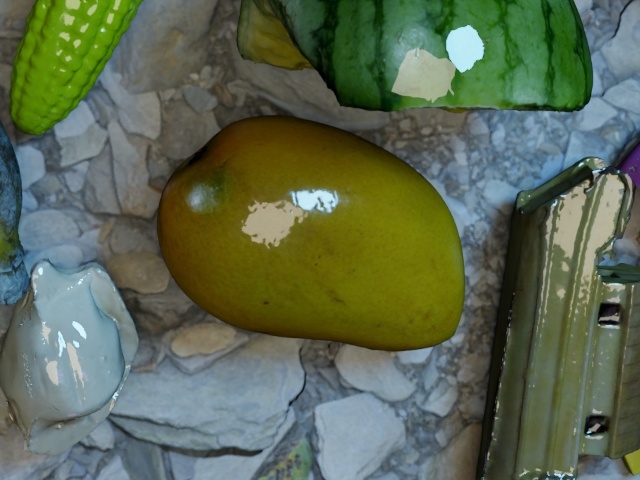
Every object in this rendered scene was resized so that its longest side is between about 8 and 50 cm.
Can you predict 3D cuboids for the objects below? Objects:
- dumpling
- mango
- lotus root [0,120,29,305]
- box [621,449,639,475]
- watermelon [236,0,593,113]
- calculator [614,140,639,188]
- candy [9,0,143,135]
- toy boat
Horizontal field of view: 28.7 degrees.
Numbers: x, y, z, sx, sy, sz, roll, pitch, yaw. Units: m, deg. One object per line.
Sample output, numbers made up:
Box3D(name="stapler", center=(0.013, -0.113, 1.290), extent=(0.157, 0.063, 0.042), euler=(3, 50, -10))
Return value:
Box3D(name="dumpling", center=(-0.239, 0.109, 1.209), extent=(0.136, 0.118, 0.199), euler=(-8, 112, -28))
Box3D(name="mango", center=(0.000, 0.000, 1.192), extent=(0.317, 0.173, 0.211), euler=(21, 96, -16))
Box3D(name="lotus root", center=(-0.357, -0.087, 1.123), extent=(0.140, 0.158, 0.322), euler=(-39, 90, 30))
Box3D(name="box", center=(0.383, 0.178, 1.337), extent=(0.155, 0.023, 0.087), euler=(-27, 98, -3))
Box3D(name="watermelon", center=(0.089, -0.210, 1.079), extent=(0.330, 0.331, 0.189), euler=(2, 109, -7))
Box3D(name="calculator", center=(0.398, -0.100, 1.240), extent=(0.190, 0.126, 0.034), euler=(-42, 144, -14))
Box3D(name="candy", center=(-0.235, -0.194, 1.174), extent=(0.096, 0.097, 0.210), euler=(26, 100, -10))
Box3D(name="toy boat", center=(0.254, 0.136, 1.267), extent=(0.162, 0.136, 0.446), euler=(7, 102, -1))
